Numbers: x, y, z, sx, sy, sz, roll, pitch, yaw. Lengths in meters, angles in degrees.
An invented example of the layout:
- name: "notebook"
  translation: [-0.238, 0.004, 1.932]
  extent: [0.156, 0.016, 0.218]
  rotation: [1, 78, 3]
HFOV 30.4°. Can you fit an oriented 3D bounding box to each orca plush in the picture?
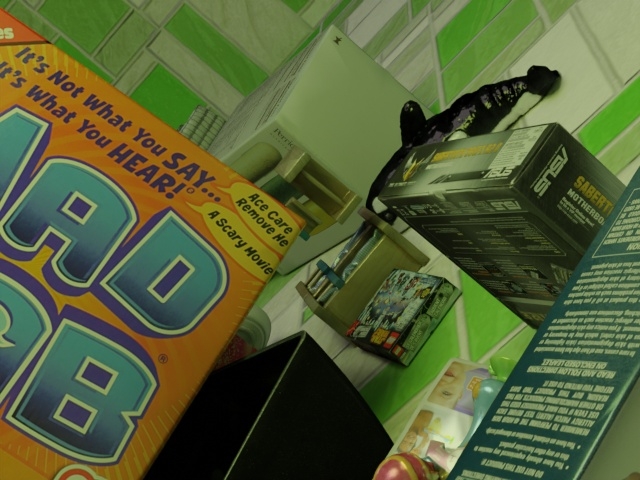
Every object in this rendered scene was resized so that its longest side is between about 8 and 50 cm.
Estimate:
- name: "orca plush"
  translation: [0.140, -0.124, 1.378]
  extent: [0.287, 0.102, 0.151]
  rotation: [-38, 19, 38]

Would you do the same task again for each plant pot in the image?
- name: "plant pot"
  translation: [-0.036, 0.213, 0.953]
  extent: [0.187, 0.167, 0.188]
  rotation: [-30, 24, 53]

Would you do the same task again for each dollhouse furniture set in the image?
- name: "dollhouse furniture set"
  translation: [0.000, 0.000, 1.326]
  extent: [0.129, 0.184, 0.129]
  rotation: [-50, 15, 1]

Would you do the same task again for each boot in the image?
- name: "boot"
  translation: [-0.154, 0.188, 1.536]
  extent: [0.258, 0.095, 0.123]
  rotation: [-48, 19, 43]

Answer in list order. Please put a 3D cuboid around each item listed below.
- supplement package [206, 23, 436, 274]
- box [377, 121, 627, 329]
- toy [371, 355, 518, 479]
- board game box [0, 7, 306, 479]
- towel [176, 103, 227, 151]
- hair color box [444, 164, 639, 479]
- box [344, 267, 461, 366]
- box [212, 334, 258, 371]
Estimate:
- name: "supplement package"
  translation: [-0.019, -0.119, 1.636]
  extent: [0.263, 0.199, 0.198]
  rotation: [-31, 24, 50]
- name: "box"
  translation: [0.163, 0.000, 0.860]
  extent: [0.056, 0.183, 0.231]
  rotation: [-54, 15, -11]
- name: "toy"
  translation: [0.079, 0.178, 0.832]
  extent: [0.137, 0.056, 0.237]
  rotation: [12, 55, 45]
- name: "board game box"
  translation: [-0.294, 0.068, 1.102]
  extent: [0.356, 0.356, 0.356]
  rotation: [-58, 7, -24]
- name: "towel"
  translation: [-0.155, -0.063, 1.838]
  extent: [0.121, 0.235, 0.283]
  rotation: [-46, 14, 29]
- name: "hair color box"
  translation: [0.174, 0.116, 0.565]
  extent: [0.347, 0.174, 0.105]
  rotation: [-55, 17, -16]
- name: "box"
  translation: [0.082, 0.076, 1.210]
  extent: [0.094, 0.027, 0.137]
  rotation: [-54, 15, -9]
- name: "box"
  translation: [-0.153, 0.233, 1.325]
  extent: [0.128, 0.123, 0.257]
  rotation: [-35, 22, 46]
